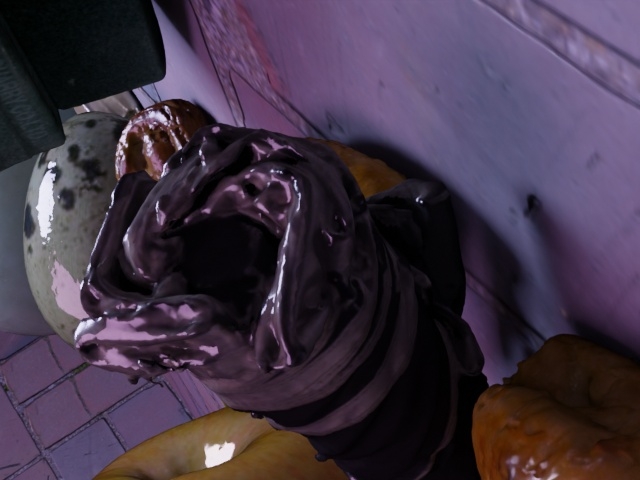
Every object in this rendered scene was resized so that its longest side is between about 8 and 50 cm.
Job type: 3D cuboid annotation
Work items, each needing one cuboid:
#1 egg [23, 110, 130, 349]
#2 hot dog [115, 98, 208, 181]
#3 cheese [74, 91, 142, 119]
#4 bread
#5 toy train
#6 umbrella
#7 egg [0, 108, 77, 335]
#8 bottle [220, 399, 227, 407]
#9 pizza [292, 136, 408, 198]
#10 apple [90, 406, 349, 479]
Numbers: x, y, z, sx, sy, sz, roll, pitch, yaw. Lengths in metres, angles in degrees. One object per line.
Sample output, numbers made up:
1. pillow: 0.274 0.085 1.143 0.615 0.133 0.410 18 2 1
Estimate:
1. egg: -0.168 0.000 0.978 0.177 0.177 0.228 23 131 67
2. hot dog: -0.097 -0.035 0.864 0.099 0.065 0.147 -5 121 38
3. cheese: -0.217 -0.140 1.101 0.171 0.047 0.092 51 165 27
4. bread: 0.129 0.140 0.444 0.211 0.083 0.114 63 170 -19
5. toy train: -0.182 -0.156 0.647 0.330 0.178 0.139 84 168 -72
6. umbrella: 0.029 0.065 0.506 0.358 0.113 0.106 47 -140 -53
7. egg: -0.365 -0.069 1.294 0.389 0.276 0.276 58 167 -17
8. bottle: -0.027 0.209 1.165 0.082 0.082 0.286 34 155 59
9. pizza: 0.003 0.000 0.609 0.127 0.058 0.246 58 162 10
10. apple: -0.060 0.320 0.931 0.391 0.391 0.347 -171 69 -73
